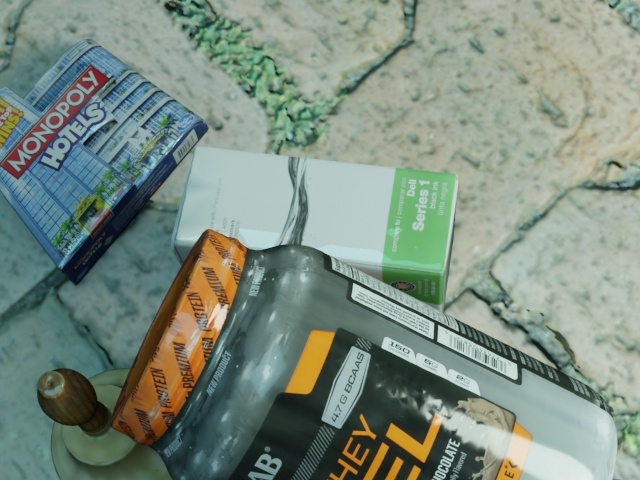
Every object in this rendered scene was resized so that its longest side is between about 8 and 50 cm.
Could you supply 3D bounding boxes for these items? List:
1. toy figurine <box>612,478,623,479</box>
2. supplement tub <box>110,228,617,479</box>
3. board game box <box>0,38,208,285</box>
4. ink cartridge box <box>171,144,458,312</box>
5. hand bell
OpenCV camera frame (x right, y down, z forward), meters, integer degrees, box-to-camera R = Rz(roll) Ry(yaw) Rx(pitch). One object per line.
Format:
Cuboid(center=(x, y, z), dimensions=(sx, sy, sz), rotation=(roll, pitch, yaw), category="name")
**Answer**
Cuboid(center=(0.222, 0.319, 1.023), dimensions=(0.217, 0.191, 0.363), rotation=(22, 75, 41), category="toy figurine")
Cuboid(center=(0.030, 0.137, 0.978), dimensions=(0.338, 0.207, 0.207), rotation=(26, 75, -9), category="supplement tub")
Cuboid(center=(-0.239, -0.094, 1.204), dimensions=(0.194, 0.060, 0.194), rotation=(36, 78, 13), category="board game box")
Cuboid(center=(0.000, 0.000, 1.102), dimensions=(0.219, 0.160, 0.093), rotation=(8, 71, 6), category="ink cartridge box")
Cuboid(center=(-0.182, 0.139, 1.029), dimensions=(0.126, 0.242, 0.126), rotation=(-1, 73, 4), category="hand bell")
